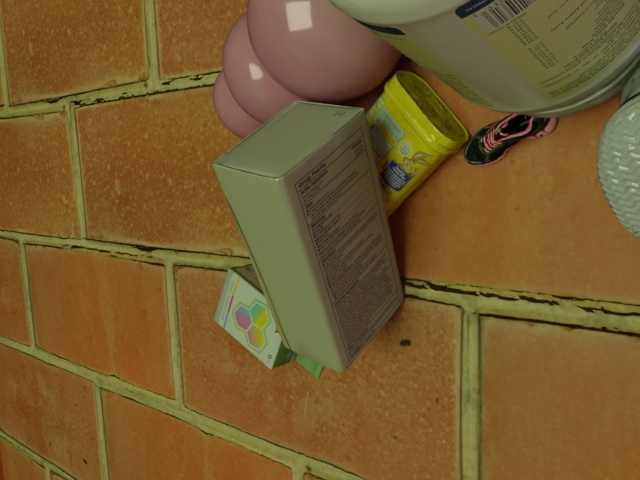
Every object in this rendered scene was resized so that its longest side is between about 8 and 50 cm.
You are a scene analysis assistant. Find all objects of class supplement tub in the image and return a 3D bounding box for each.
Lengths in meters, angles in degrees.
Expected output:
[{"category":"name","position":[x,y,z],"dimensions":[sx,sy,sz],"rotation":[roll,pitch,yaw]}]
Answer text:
[{"category":"supplement tub","position":[0.162,-0.250,0.535],"dimensions":[0.236,0.325,0.235],"rotation":[-8,77,38]}]

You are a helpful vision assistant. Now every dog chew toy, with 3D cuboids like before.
[{"category":"dog chew toy","position":[-0.037,-0.247,0.828],"dimensions":[0.332,0.207,0.206],"rotation":[-32,76,48]}]

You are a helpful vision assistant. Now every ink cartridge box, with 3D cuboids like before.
[{"category":"ink cartridge box","position":[-0.080,0.138,1.015],"dimensions":[0.209,0.062,0.108],"rotation":[34,118,31]}]

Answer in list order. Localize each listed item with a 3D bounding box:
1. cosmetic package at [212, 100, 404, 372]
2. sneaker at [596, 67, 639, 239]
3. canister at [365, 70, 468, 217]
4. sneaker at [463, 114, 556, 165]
[{"category":"cosmetic package","position":[0.000,0.000,0.774],"dimensions":[0.113,0.160,0.309],"rotation":[16,136,38]},{"category":"sneaker","position":[0.371,-0.022,0.556],"dimensions":[0.138,0.210,0.365],"rotation":[-12,124,42]},{"category":"canister","position":[0.095,-0.119,0.811],"dimensions":[0.126,0.073,0.170],"rotation":[56,129,17]},{"category":"sneaker","position":[0.213,-0.125,0.718],"dimensions":[0.119,0.057,0.047],"rotation":[-31,79,41]}]
